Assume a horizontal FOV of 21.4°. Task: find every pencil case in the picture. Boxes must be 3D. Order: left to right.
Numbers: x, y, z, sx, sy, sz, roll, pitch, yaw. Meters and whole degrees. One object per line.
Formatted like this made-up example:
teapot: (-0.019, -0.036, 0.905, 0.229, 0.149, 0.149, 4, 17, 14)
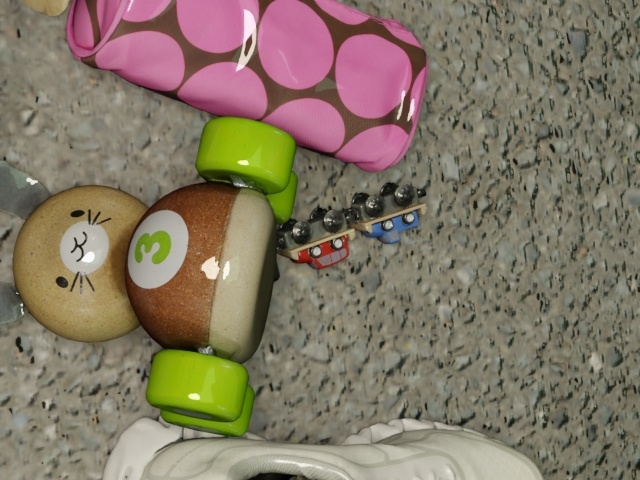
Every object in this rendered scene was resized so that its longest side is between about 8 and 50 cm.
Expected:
pencil case: (-0.036, -0.116, 0.987, 0.209, 0.095, 0.098, 21, 82, -28)

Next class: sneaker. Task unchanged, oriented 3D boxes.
sneaker: (0.022, 0.162, 1.008, 0.292, 0.118, 0.110, 4, 87, -29)

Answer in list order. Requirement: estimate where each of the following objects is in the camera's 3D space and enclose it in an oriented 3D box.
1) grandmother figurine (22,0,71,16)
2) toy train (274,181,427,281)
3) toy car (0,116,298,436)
grandmother figurine: (-0.074, -0.267, 0.943, 0.208, 0.104, 0.342, 43, 59, 9)
toy train: (0.000, 0.000, 1.042, 0.158, 0.027, 0.036, -20, 103, -25)
toy car: (-0.119, 0.011, 0.927, 0.188, 0.149, 0.155, 11, 78, 3)
